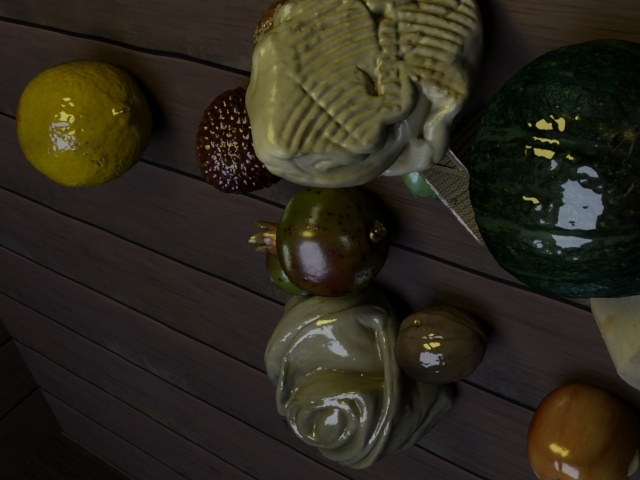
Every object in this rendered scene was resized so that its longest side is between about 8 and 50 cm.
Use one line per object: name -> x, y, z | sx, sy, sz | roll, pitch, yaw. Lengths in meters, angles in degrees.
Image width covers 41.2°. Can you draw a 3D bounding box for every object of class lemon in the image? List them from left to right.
lemon -> -0.457, -0.225, 1.645 | 0.267, 0.267, 0.267 | 28, 142, 25

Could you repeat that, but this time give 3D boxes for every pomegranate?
pomegranate -> -0.024, 0.030, 1.558 | 0.159, 0.129, 0.129 | -30, 102, 30
pomegranate -> -0.007, -0.008, 1.416 | 0.246, 0.198, 0.198 | 17, 139, 10

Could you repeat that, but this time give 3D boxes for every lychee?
lychee -> -0.125, -0.165, 1.417 | 0.188, 0.188, 0.188 | 28, 142, 25

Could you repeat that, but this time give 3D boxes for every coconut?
coconut -> 0.442, 0.099, 1.021 | 0.202, 0.202, 0.222 | 99, 160, -50

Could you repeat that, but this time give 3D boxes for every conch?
conch -> 0.138, -0.121, 1.267 | 0.201, 0.079, 0.095 | 51, 163, 23

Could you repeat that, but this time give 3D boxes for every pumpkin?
pumpkin -> 0.284, -0.075, 0.937 | 0.263, 0.197, 0.293 | 27, 113, 52

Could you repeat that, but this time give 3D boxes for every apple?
apple -> 0.412, 0.323, 1.332 | 0.199, 0.199, 0.199 | 28, 142, 25

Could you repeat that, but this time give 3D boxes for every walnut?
walnut -> 0.203, 0.175, 1.439 | 0.140, 0.140, 0.162 | 51, 140, -6

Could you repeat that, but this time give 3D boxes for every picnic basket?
picnic basket -> 0.225, -0.087, 1.169 | 0.164, 0.115, 0.079 | 48, 144, -3

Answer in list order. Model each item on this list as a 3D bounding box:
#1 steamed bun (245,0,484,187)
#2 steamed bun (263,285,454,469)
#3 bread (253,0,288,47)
steamed bun -> 0.050, -0.194, 1.104 | 0.276, 0.289, 0.203 | 18, 173, 0
steamed bun -> 0.046, 0.275, 1.612 | 0.367, 0.255, 0.342 | 49, 144, -7
bread -> -0.036, -0.308, 1.261 | 0.233, 0.076, 0.105 | -11, 119, 50
